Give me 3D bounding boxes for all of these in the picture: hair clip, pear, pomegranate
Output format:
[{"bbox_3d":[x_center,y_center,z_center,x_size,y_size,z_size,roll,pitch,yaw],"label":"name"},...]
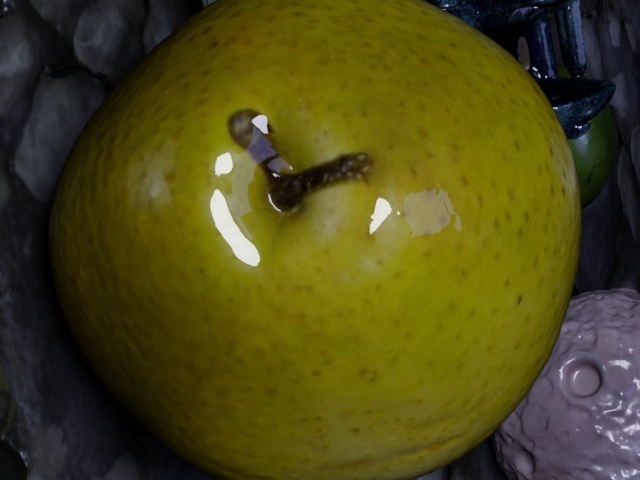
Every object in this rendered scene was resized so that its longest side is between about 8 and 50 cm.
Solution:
[{"bbox_3d":[0.094,-0.161,1.329,0.206,0.310,0.194,-18,102,-25],"label":"hair clip"},{"bbox_3d":[0.000,0.000,1.080,0.418,0.362,0.362,37,54,-76],"label":"pear"},{"bbox_3d":[0.197,-0.125,1.535,0.187,0.187,0.225,-38,125,-51],"label":"pomegranate"}]

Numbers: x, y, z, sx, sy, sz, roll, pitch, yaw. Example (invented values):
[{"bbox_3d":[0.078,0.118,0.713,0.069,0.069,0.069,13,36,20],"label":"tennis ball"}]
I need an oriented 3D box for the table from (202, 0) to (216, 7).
[{"bbox_3d":[-0.037,-0.271,1.191,0.121,0.111,0.240,20,46,-54],"label":"table"}]

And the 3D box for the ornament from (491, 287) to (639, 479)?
[{"bbox_3d":[0.295,0.169,1.603,0.259,0.225,0.259,-35,152,-21],"label":"ornament"}]
